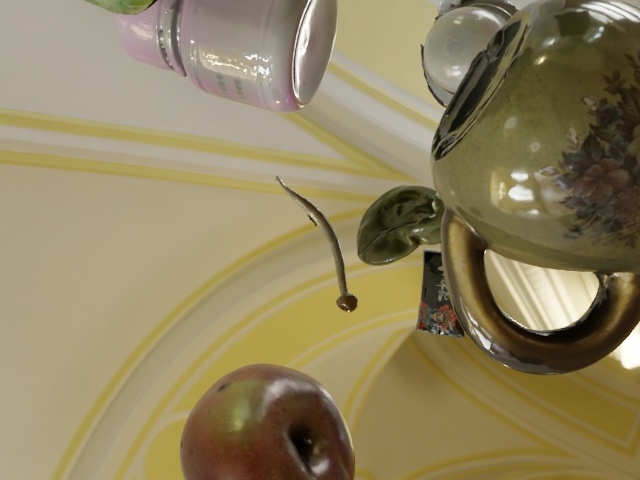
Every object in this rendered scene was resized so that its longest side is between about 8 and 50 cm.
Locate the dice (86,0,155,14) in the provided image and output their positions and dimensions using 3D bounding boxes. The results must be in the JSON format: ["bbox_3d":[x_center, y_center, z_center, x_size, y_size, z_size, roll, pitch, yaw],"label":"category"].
[{"bbox_3d":[-0.187,-0.394,0.576,0.297,0.287,0.300,34,-103,-18],"label":"dice"}]

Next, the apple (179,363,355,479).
[{"bbox_3d":[-0.101,0.407,1.303,0.348,0.277,0.349,31,-137,-34],"label":"apple"}]

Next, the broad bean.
[{"bbox_3d":[0.154,-0.032,1.318,0.072,0.206,0.153,44,-143,-48],"label":"broad bean"}]

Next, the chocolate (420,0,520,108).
[{"bbox_3d":[0.244,-0.319,1.134,0.147,0.221,0.221,3,-79,-64],"label":"chocolate"}]

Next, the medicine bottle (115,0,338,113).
[{"bbox_3d":[-0.155,-0.373,1.179,0.256,0.324,0.256,18,-90,-75],"label":"medicine bottle"}]

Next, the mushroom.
[{"bbox_3d":[0.002,-0.001,1.349,0.068,0.043,0.306,0,-119,-61],"label":"mushroom"}]

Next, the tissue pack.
[{"bbox_3d":[0.251,0.102,1.393,0.090,0.103,0.170,-13,-72,-75],"label":"tissue pack"}]

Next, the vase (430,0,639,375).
[{"bbox_3d":[0.247,-0.029,0.634,0.302,0.241,0.329,29,-89,-8],"label":"vase"}]
